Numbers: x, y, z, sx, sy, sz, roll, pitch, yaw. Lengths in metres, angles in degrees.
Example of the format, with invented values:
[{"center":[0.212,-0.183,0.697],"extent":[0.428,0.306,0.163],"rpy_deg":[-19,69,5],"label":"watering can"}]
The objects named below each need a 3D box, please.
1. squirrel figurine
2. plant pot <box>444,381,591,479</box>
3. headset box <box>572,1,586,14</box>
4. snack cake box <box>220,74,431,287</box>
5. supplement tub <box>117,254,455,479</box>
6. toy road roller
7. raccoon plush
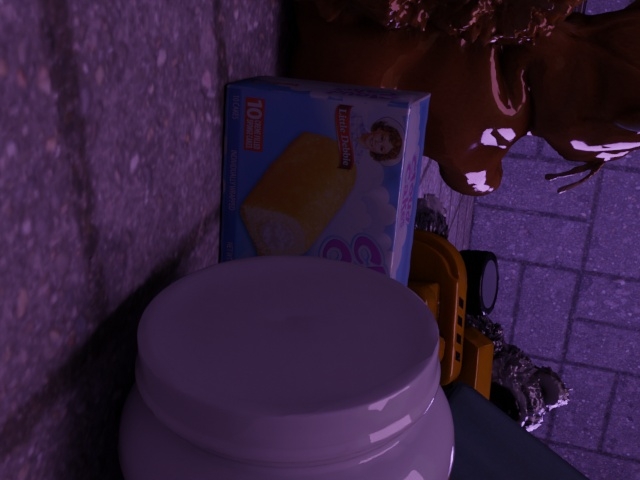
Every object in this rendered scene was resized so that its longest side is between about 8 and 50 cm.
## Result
[{"center":[0.165,-0.193,0.764],"extent":[0.397,0.370,0.281],"rpy_deg":[77,27,-54],"label":"squirrel figurine"},{"center":[0.195,0.357,0.891],"extent":[0.341,0.334,0.341],"rpy_deg":[-44,169,-11],"label":"plant pot"},{"center":[0.211,-0.355,0.981],"extent":[0.110,0.293,0.218],"rpy_deg":[-38,136,-68],"label":"headset box"},{"center":[0.000,0.000,0.700],"extent":[0.089,0.152,0.265],"rpy_deg":[-42,138,-66],"label":"snack cake box"},{"center":[-0.025,0.192,0.584],"extent":[0.228,0.228,0.317],"rpy_deg":[-53,148,-60],"label":"supplement tub"},{"center":[0.116,0.148,1.146],"extent":[0.240,0.202,0.330],"rpy_deg":[-4,98,-62],"label":"toy road roller"},{"center":[0.281,0.128,1.411],"extent":[0.216,0.299,0.447],"rpy_deg":[118,-11,-66],"label":"raccoon plush"}]
